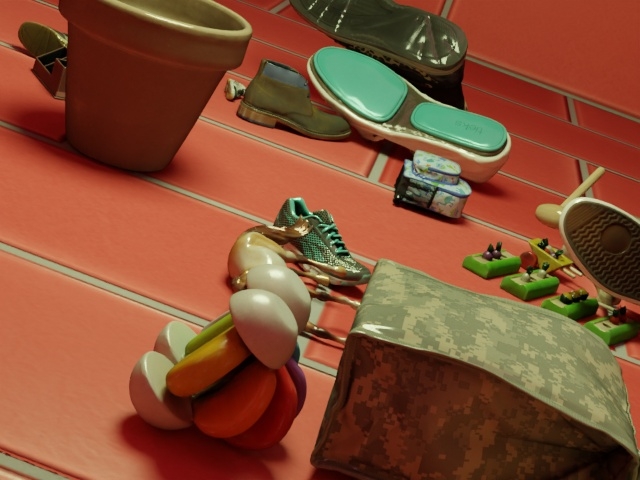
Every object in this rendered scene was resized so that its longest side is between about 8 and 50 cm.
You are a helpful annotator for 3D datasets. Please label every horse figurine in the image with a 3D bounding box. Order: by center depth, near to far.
[{"bbox_3d":[-0.043,0.042,1.550,0.174,0.066,0.263,18,21,-21],"label":"horse figurine"}]

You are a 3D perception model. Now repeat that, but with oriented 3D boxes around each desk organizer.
[{"bbox_3d":[-0.400,-0.260,2.077,0.047,0.050,0.130,8,21,-32],"label":"desk organizer"}]

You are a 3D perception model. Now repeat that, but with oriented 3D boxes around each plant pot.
[{"bbox_3d":[-0.251,-0.225,1.841,0.263,0.229,0.263,19,18,-6],"label":"plant pot"}]

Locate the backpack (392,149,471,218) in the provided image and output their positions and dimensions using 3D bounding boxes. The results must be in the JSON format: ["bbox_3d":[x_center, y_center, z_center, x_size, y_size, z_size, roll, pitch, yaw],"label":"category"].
[{"bbox_3d":[0.181,-0.087,2.133,0.114,0.084,0.105,22,20,-3],"label":"backpack"}]

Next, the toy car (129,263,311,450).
[{"bbox_3d":[-0.070,0.118,1.213,0.136,0.159,0.182,54,16,-8],"label":"toy car"}]

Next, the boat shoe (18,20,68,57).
[{"bbox_3d":[-0.422,-0.310,2.207,0.152,0.056,0.049,31,14,2],"label":"boat shoe"}]

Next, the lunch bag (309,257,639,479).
[{"bbox_3d":[0.158,0.152,1.275,0.287,0.169,0.235,16,18,3],"label":"lunch bag"}]

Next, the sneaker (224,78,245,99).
[{"bbox_3d":[-0.149,-0.268,2.397,0.037,0.032,0.083,16,19,-11],"label":"sneaker"}]

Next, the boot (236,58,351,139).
[{"bbox_3d":[-0.028,-0.241,2.322,0.219,0.106,0.082,9,21,-30],"label":"boot"}]

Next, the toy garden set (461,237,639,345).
[{"bbox_3d":[0.357,0.060,1.942,0.244,0.049,0.204,30,21,29],"label":"toy garden set"}]

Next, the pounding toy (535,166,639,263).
[{"bbox_3d":[0.480,-0.019,2.130,0.269,0.154,0.154,4,19,-40],"label":"pounding toy"}]

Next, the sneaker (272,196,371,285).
[{"bbox_3d":[0.000,0.000,1.697,0.166,0.076,0.065,31,22,31],"label":"sneaker"}]

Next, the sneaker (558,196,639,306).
[{"bbox_3d":[0.438,0.040,1.902,0.290,0.106,0.123,38,2,-12],"label":"sneaker"}]

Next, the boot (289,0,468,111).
[{"bbox_3d":[0.121,-0.348,2.544,0.377,0.138,0.284,25,-19,23],"label":"boot"}]

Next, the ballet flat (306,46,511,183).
[{"bbox_3d":[0.146,-0.208,2.403,0.400,0.139,0.139,26,19,14],"label":"ballet flat"}]
